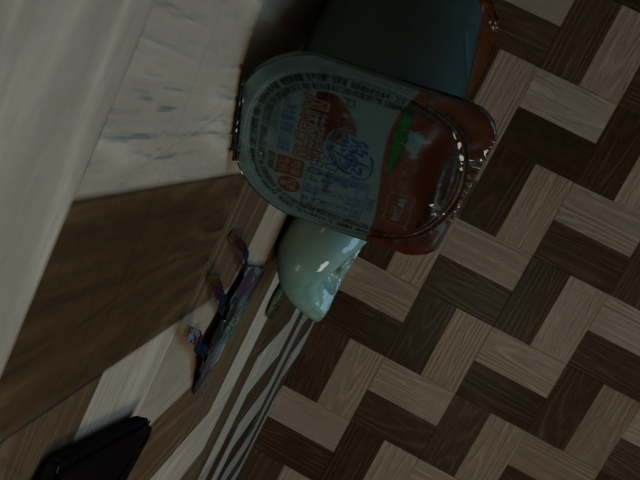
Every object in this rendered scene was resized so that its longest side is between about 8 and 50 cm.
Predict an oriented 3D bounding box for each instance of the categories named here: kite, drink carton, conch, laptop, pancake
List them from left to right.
[{"bbox_3d":[-0.219,0.235,0.626,0.154,0.026,0.207,-61,174,-1],"label":"laptop"},{"bbox_3d":[-0.119,0.096,0.900,0.204,0.022,0.360,-62,175,-13],"label":"kite"},{"bbox_3d":[-0.075,0.104,1.360,0.108,0.017,0.108,-58,174,-10],"label":"pancake"},{"bbox_3d":[0.010,0.017,1.102,0.185,0.121,0.221,-18,143,-40],"label":"conch"},{"bbox_3d":[0.046,-0.130,0.603,0.185,0.191,0.190,103,6,-60],"label":"drink carton"}]

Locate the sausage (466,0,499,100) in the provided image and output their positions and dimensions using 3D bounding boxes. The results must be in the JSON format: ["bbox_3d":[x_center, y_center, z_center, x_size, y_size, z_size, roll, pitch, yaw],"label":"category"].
[{"bbox_3d":[0.143,-0.240,1.013,0.268,0.153,0.141,-61,174,-14],"label":"sausage"}]

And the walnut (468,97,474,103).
[{"bbox_3d":[0.201,-0.202,1.434,0.257,0.257,0.225,100,-14,-72],"label":"walnut"}]
